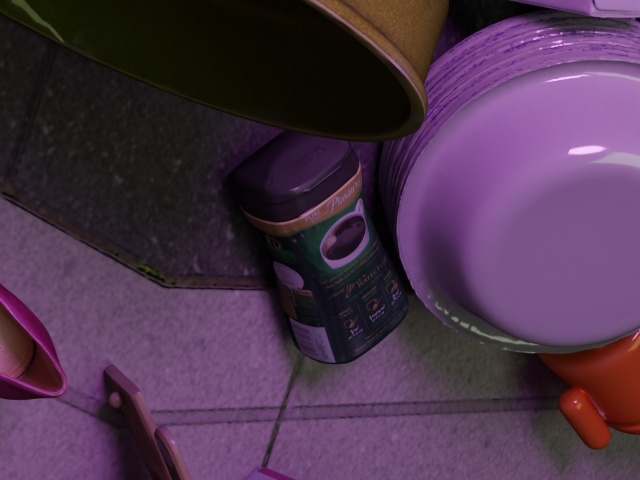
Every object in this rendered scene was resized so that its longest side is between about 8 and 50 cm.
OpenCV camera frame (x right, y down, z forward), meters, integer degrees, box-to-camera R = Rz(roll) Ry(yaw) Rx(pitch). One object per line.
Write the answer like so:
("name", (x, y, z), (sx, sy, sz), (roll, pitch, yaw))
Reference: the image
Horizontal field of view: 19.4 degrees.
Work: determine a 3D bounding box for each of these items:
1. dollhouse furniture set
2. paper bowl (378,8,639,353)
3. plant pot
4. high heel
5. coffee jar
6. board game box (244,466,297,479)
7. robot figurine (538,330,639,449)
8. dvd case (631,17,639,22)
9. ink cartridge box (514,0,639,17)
("dollhouse furniture set", (-0.166, 0.197, 1.334), (0.151, 0.144, 0.123), (-28, 118, -18))
("paper bowl", (0.196, -0.030, 1.493), (0.284, 0.148, 0.284), (-5, 126, -6))
("plant pot", (-0.044, -0.295, 1.127), (0.366, 0.366, 0.353), (33, 75, -45))
("high heel", (-0.259, 0.023, 1.183), (0.082, 0.117, 0.244), (-52, 133, -18))
("coffee jar", (0.000, 0.000, 1.453), (0.096, 0.079, 0.184), (-38, 128, -25))
("board game box", (0.051, 0.342, 1.517), (0.097, 0.224, 0.303), (-45, 131, -27))
("robot figurine", (0.279, 0.096, 1.722), (0.219, 0.128, 0.158), (44, 32, -43))
("dvd case", (0.258, -0.218, 1.626), (0.179, 0.029, 0.239), (-41, 130, -52))
("ink cartridge box", (0.174, -0.255, 1.456), (0.082, 0.190, 0.140), (-3, 106, -43))
